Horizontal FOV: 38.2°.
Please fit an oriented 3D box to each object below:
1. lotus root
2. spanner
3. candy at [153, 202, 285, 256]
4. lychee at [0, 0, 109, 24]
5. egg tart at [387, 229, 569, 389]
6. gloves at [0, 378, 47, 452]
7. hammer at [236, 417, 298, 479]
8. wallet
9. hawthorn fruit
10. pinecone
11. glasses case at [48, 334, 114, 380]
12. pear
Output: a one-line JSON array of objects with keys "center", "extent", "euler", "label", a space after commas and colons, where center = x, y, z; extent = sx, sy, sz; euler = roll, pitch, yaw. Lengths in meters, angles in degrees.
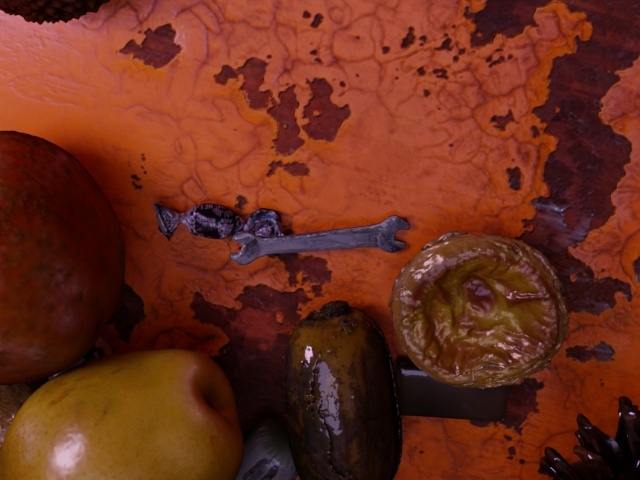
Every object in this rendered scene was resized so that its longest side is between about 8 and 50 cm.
[{"center": [0.035, 0.295, 1.570], "extent": [0.196, 0.179, 0.397], "euler": [-18, 108, -30], "label": "lotus root"}, {"center": [0.000, 0.000, 1.523], "extent": [0.302, 0.017, 0.071], "euler": [-4, 119, -6], "label": "spanner"}, {"center": [-0.169, -0.022, 1.541], "extent": [0.226, 0.051, 0.094], "euler": [10, 114, 0], "label": "candy"}, {"center": [-0.390, -0.433, 1.297], "extent": [0.267, 0.267, 0.267], "euler": [2, 111, 4], "label": "lychee"}, {"center": [0.261, 0.108, 1.522], "extent": [0.295, 0.116, 0.295], "euler": [2, 112, 6], "label": "egg tart"}, {"center": [-0.548, 0.289, 1.607], "extent": [0.155, 0.203, 0.356], "euler": [-28, 123, 23], "label": "gloves"}, {"center": [-0.199, 0.348, 1.661], "extent": [0.335, 0.119, 0.206], "euler": [41, 108, -4], "label": "hammer"}, {"center": [0.231, 0.263, 1.626], "extent": [0.198, 0.031, 0.110], "euler": [3, 111, 3], "label": "wallet"}, {"center": [-0.484, 0.054, 1.434], "extent": [0.403, 0.403, 0.403], "euler": [2, 111, 4], "label": "hawthorn fruit"}, {"center": [0.500, 0.435, 1.514], "extent": [0.384, 0.384, 0.384], "euler": [2, 111, 4], "label": "pinecone"}, {"center": [-0.392, 0.306, 1.654], "extent": [0.122, 0.075, 0.314], "euler": [-24, 110, -21], "label": "glasses case"}, {"center": [-0.315, 0.356, 1.452], "extent": [0.418, 0.362, 0.362], "euler": [-32, 105, 8], "label": "pear"}]
